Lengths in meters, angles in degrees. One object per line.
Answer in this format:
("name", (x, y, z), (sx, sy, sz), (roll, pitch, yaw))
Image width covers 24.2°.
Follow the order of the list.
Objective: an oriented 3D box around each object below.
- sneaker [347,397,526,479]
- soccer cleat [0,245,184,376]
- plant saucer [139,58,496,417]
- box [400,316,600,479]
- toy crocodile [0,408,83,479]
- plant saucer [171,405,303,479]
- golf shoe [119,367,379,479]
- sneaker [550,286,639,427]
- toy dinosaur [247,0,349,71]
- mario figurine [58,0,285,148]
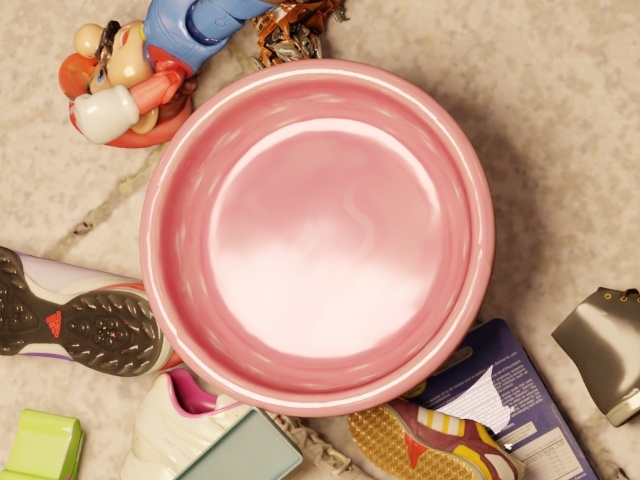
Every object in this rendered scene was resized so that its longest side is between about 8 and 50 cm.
("sneaker", (0.106, 0.191, 1.410), (0.185, 0.084, 0.069), (34, 122, 37))
("soccer cleat", (-0.255, 0.071, 1.528), (0.318, 0.116, 0.108), (11, 96, 32))
("plant saucer", (0.000, 0.000, 1.392), (0.332, 0.084, 0.332), (-2, 80, 12))
("box", (0.174, 0.200, 1.439), (0.136, 0.036, 0.225), (-30, 77, 6))
("toy crocodile", (-0.308, 0.337, 1.488), (0.115, 0.105, 0.340), (14, 84, 14))
("plant saucer", (-0.093, 0.225, 1.377), (0.067, 0.018, 0.192), (47, 120, 2))
("golf shoe", (-0.044, 0.209, 1.437), (0.306, 0.115, 0.140), (11, 96, 12))
("sneaker", (0.330, 0.065, 1.402), (0.222, 0.083, 0.118), (-37, 76, 6))
("toy dinosaur", (-0.030, -0.314, 1.512), (0.218, 0.164, 0.321), (-17, 100, 25))
("mario figurine", (-0.162, -0.211, 1.457), (0.320, 0.198, 0.170), (-39, 79, 37))
